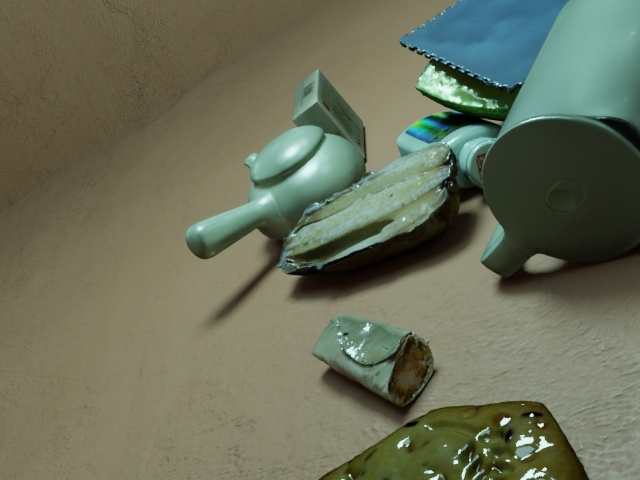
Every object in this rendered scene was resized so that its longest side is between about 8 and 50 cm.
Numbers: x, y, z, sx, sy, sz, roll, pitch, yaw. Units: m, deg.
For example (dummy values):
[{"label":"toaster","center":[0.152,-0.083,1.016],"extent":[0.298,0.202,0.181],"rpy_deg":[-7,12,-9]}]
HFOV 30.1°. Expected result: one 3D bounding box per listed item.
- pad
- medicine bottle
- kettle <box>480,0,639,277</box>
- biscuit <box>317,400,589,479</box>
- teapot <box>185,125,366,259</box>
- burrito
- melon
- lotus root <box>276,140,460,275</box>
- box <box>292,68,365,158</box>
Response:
[{"label":"pad","center":[0.281,-0.311,1.666],"extent":[0.269,0.012,0.269],"rpy_deg":[-34,37,-13]},{"label":"medicine bottle","center":[0.200,-0.129,1.710],"extent":[0.121,0.083,0.229],"rpy_deg":[-23,17,-9]},{"label":"kettle","center":[0.304,-0.133,1.392],"extent":[0.265,0.205,0.318],"rpy_deg":[-15,30,37]},{"label":"biscuit","center":[0.075,0.267,1.058],"extent":[0.359,0.046,0.359],"rpy_deg":[-30,19,12]},{"label":"teapot","center":[-0.055,-0.070,1.886],"extent":[0.220,0.149,0.318],"rpy_deg":[-24,21,30]},{"label":"burrito","center":[0.054,0.130,1.378],"extent":[0.087,0.060,0.226],"rpy_deg":[-46,23,-15]},{"label":"melon","center":[0.311,-0.223,1.660],"extent":[0.196,0.124,0.323],"rpy_deg":[-13,18,-41]},{"label":"lotus root","center":[0.073,-0.016,1.668],"extent":[0.329,0.078,0.167],"rpy_deg":[-23,37,40]},{"label":"box","center":[0.016,-0.212,2.115],"extent":[0.058,0.141,0.201],"rpy_deg":[-37,20,15]}]
